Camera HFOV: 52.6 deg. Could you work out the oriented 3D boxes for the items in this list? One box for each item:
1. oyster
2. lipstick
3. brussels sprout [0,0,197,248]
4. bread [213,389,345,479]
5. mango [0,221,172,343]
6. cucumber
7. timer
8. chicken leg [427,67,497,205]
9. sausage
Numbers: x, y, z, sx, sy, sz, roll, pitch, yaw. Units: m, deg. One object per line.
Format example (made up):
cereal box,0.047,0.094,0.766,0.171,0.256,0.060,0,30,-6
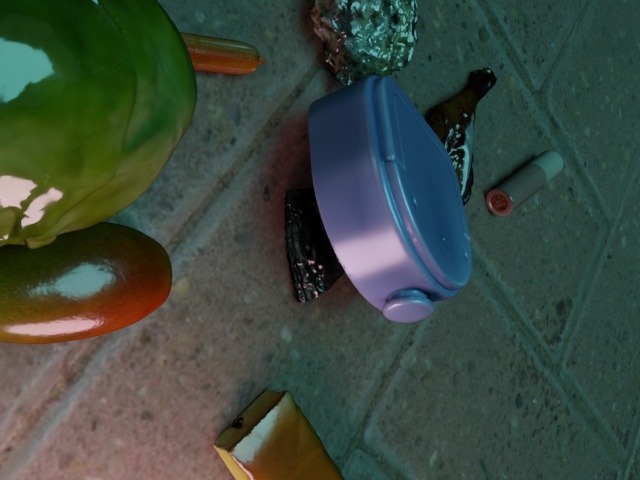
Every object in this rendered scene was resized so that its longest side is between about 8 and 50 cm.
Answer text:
oyster,0.073,-0.408,1.124,0.112,0.199,0.267,-58,131,-69
lipstick,0.492,-0.140,1.548,0.254,0.070,0.070,-33,108,-37
brussels sprout,-0.334,-0.156,0.639,0.425,0.361,0.342,-29,100,-33
bread,-0.029,0.422,1.066,0.138,0.077,0.361,-43,114,-35
mango,-0.322,0.056,0.806,0.289,0.129,0.146,-15,99,-31
cucumber,0.000,0.000,1.118,0.115,0.086,0.192,-13,89,-38
timer,0.115,-0.046,1.083,0.395,0.173,0.394,44,37,-47
chicken leg,0.296,-0.226,1.374,0.158,0.096,0.406,37,62,-38
sausage,-0.226,-0.281,0.950,0.348,0.053,0.053,-6,91,-40
